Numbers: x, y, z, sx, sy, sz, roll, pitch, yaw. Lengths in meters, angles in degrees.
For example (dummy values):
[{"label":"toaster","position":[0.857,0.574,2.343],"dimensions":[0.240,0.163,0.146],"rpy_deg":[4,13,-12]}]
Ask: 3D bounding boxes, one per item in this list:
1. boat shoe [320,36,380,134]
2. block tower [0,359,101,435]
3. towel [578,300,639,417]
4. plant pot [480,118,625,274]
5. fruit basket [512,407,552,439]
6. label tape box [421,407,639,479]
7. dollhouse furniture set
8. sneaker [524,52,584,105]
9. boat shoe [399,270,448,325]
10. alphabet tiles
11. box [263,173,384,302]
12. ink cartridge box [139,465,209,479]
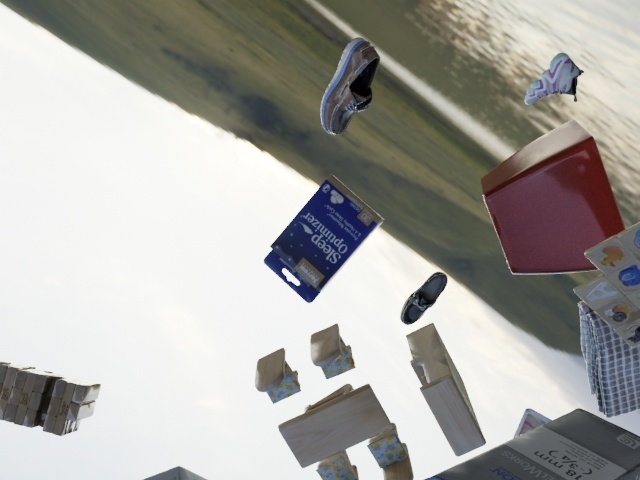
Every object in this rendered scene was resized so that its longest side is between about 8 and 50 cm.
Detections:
[{"label":"boat shoe","position":[0.053,-0.257,1.453],"dimensions":[0.066,0.183,0.066],"rpy_deg":[-12,-136,-36]},{"label":"block tower","position":[-0.555,0.245,1.408],"dimensions":[0.335,0.091,0.097],"rpy_deg":[14,173,4]},{"label":"towel","position":[0.702,0.244,1.821],"dimensions":[0.121,0.235,0.284],"rpy_deg":[-112,6,-69]},{"label":"plant pot","position":[0.475,-0.069,1.733],"dimensions":[0.267,0.235,0.267],"rpy_deg":[-62,-50,-72]},{"label":"fruit basket","position":[0.497,0.564,1.698],"dimensions":[0.327,0.353,0.165],"rpy_deg":[29,-161,25]},{"label":"label tape box","position":[0.171,0.316,0.774],"dimensions":[0.333,0.241,0.106],"rpy_deg":[-7,-156,-45]},{"label":"dollhouse furniture set","position":[0.110,0.371,1.739],"dimensions":[0.362,0.394,0.256],"rpy_deg":[61,-172,-18]},{"label":"sneaker","position":[0.361,-0.229,1.271],"dimensions":[0.069,0.098,0.038],"rpy_deg":[45,-138,14]},{"label":"boat shoe","position":[0.199,0.112,1.597],"dimensions":[0.046,0.125,0.038],"rpy_deg":[43,-177,-1]},{"label":"alphabet tiles","position":[0.577,0.047,1.258],"dimensions":[0.285,0.342,0.011],"rpy_deg":[39,-143,-25]},{"label":"box","position":[0.000,0.000,1.620],"dimensions":[0.136,0.225,0.036],"rpy_deg":[41,-171,11]},{"label":"ink cartridge box","position":[-0.367,0.675,1.996],"dimensions":[0.385,0.308,0.091],"rpy_deg":[51,-160,-51]}]
